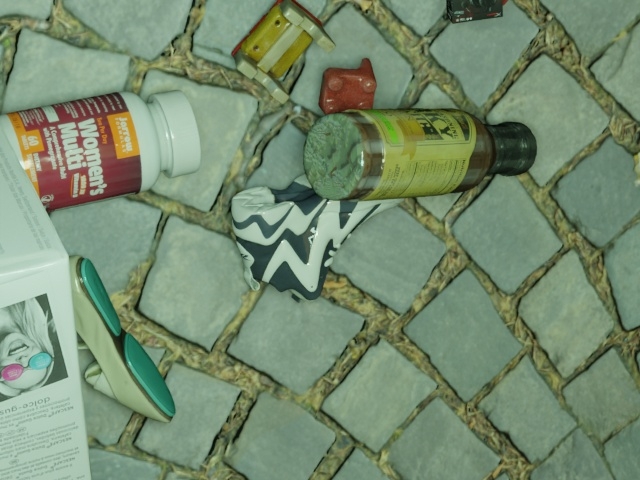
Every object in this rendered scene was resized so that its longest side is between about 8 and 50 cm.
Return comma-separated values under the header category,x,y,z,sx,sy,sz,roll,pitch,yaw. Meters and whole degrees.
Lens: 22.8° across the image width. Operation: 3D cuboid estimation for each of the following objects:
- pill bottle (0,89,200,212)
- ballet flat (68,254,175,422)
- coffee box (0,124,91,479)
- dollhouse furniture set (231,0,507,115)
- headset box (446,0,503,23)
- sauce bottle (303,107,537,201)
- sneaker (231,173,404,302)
category,x,y,z,sx,sy,sz,roll,pitch,yaw
pill bottle,-0.258,-0.105,1.829,0.221,0.121,0.121,-13,108,-18
ballet flat,-0.263,0.129,1.919,0.086,0.086,0.248,-32,111,-12
coffee box,-0.453,0.085,1.629,0.338,0.337,0.334,-15,132,-18
dollhouse furniture set,0.082,-0.310,1.923,0.201,0.152,0.374,37,105,-26
headset box,0.178,-0.299,1.841,0.062,0.032,0.083,-8,120,-7
sauce bottle,0.132,-0.108,1.946,0.344,0.111,0.111,-6,107,-46
sneaker,0.000,0.000,1.982,0.235,0.094,0.153,-17,123,-31
